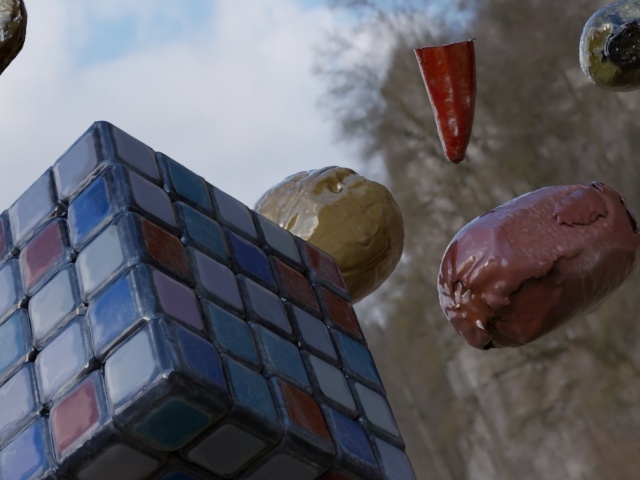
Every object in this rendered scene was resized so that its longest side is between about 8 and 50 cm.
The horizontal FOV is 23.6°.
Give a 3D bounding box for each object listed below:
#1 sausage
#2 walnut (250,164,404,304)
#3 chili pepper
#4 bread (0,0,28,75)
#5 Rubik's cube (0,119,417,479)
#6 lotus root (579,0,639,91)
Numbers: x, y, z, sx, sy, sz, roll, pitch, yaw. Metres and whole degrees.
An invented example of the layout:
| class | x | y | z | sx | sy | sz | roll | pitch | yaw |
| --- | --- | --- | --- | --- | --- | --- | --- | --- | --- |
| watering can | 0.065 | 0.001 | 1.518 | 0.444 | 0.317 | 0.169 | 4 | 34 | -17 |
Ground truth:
| class | x | y | z | sx | sy | sz | roll | pitch | yaw |
| --- | --- | --- | --- | --- | --- | --- | --- | --- | --- |
| sausage | 0.236 | 0.023 | 1.631 | 0.280 | 0.152 | 0.152 | -24 | -12 | -44 |
| walnut | 0.000 | 0.000 | 1.663 | 0.165 | 0.165 | 0.197 | -36 | -9 | 36 |
| chili pepper | 0.179 | -0.188 | 2.101 | 0.088 | 0.169 | 0.065 | -9 | 4 | -14 |
| bread | -0.279 | -0.148 | 1.171 | 0.126 | 0.129 | 0.044 | -57 | -36 | -4 |
| Rubik's cube | -0.139 | 0.136 | 1.200 | 0.293 | 0.287 | 0.292 | -42 | -48 | 21 |
| lotus root | 0.424 | -0.267 | 2.119 | 0.138 | 0.138 | 0.214 | -26 | -6 | 8 |
